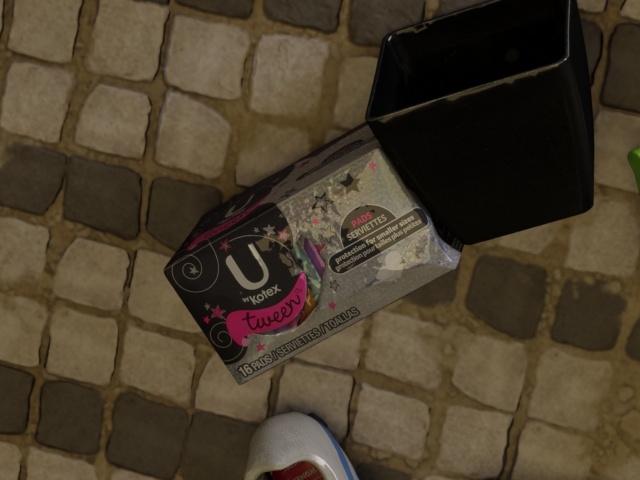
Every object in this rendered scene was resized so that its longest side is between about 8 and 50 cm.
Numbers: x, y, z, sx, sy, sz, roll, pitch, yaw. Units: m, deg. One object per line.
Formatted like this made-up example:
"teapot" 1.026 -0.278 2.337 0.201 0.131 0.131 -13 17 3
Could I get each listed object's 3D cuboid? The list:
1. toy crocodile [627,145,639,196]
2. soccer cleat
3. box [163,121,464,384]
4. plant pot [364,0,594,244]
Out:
"toy crocodile" 0.381 0.054 1.848 0.115 0.105 0.340 -34 100 -22
"soccer cleat" 0.030 0.325 1.989 0.116 0.143 0.331 -35 98 20
"box" 0.000 0.000 1.874 0.247 0.163 0.142 -30 101 19
"plant pot" 0.165 -0.107 1.801 0.187 0.188 0.167 -17 115 17
